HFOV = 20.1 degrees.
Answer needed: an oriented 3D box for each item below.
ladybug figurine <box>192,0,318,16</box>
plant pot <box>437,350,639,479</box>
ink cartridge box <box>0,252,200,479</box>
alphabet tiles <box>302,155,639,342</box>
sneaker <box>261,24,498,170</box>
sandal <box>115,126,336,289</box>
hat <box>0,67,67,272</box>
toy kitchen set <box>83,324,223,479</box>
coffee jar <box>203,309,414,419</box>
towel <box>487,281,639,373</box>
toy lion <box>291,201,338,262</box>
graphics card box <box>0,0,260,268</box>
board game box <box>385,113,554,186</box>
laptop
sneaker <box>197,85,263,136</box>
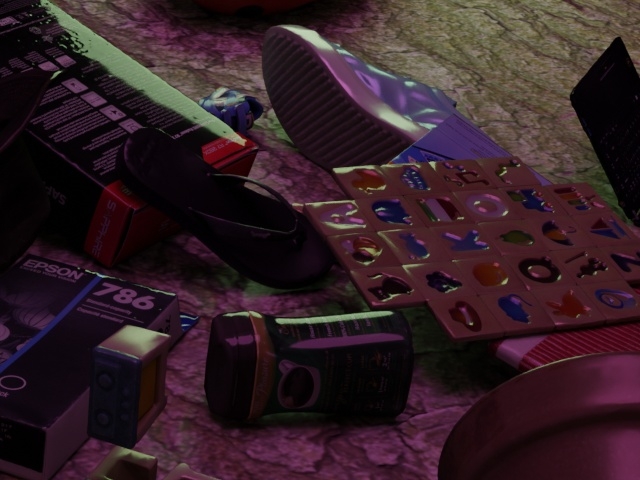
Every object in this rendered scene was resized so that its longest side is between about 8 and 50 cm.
[{"bbox_3d":[-0.073,-0.434,2.618,0.305,0.162,0.449,21,29,26],"label":"ladybug figurine"},{"bbox_3d":[0.221,0.246,1.310,0.263,0.263,0.229,5,43,-5],"label":"plant pot"},{"bbox_3d":[-0.245,0.095,1.649,0.165,0.065,0.332,14,27,14],"label":"ink cartridge box"},{"bbox_3d":[0.167,0.002,1.816,0.343,0.011,0.285,-5,38,-26],"label":"alphabet tiles"},{"bbox_3d":[0.075,-0.144,2.138,0.150,0.135,0.366,-14,45,-38],"label":"sneaker"},{"bbox_3d":[-0.090,-0.031,1.836,0.254,0.054,0.097,29,51,-18],"label":"sandal"},{"bbox_3d":[-0.349,-0.029,1.736,0.331,0.134,0.331,-31,19,12],"label":"hat"},{"bbox_3d":[-0.089,0.180,1.405,0.207,0.166,0.122,15,27,14],"label":"toy kitchen set"},{"bbox_3d":[-0.013,0.112,1.638,0.184,0.096,0.079,1,30,-15],"label":"coffee jar"},{"bbox_3d":[0.350,0.136,1.717,0.329,0.037,0.237,28,34,24],"label":"towel"},{"bbox_3d":[0.000,0.000,1.938,0.096,0.034,0.100,23,30,13],"label":"toy lion"},{"bbox_3d":[-0.281,-0.135,1.969,0.371,0.094,0.233,36,36,17],"label":"graphics card box"},{"bbox_3d":[0.211,-0.021,1.924,0.281,0.027,0.145,37,44,16],"label":"board game box"},{"bbox_3d":[0.436,-0.116,2.156,0.137,0.264,0.234,-21,12,29],"label":"laptop"},{"bbox_3d":[-0.114,-0.146,2.165,0.059,0.053,0.144,16,29,12],"label":"sneaker"}]
